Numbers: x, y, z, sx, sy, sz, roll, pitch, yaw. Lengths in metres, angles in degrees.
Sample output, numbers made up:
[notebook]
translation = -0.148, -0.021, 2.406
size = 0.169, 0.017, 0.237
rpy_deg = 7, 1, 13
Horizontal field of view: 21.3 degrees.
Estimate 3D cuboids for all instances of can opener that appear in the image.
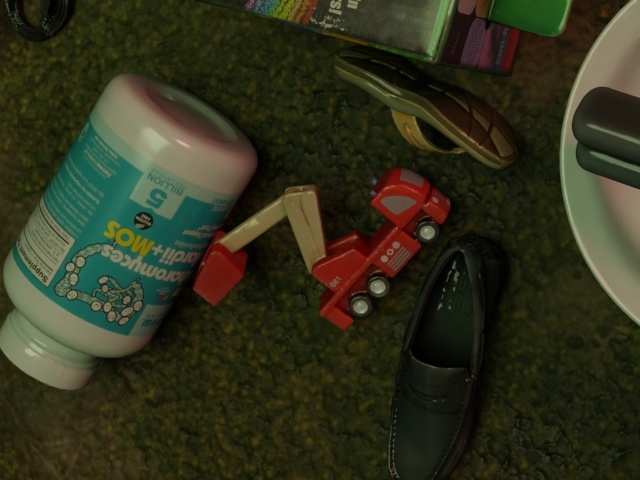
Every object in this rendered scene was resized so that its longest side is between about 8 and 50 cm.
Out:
[can opener]
translation = 0.308, -0.047, 1.145
size = 0.280, 0.074, 0.093
rpy_deg = 16, 65, 22

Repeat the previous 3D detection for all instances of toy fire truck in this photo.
[toy fire truck]
translation = 0.000, 0.000, 1.406
size = 0.135, 0.047, 0.192
rpy_deg = 37, 109, -11

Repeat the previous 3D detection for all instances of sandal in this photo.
[sandal]
translation = 0.084, -0.101, 1.386
size = 0.180, 0.072, 0.049
rpy_deg = 31, 120, 22

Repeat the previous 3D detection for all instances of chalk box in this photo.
[chalk box]
translation = 0.071, -0.233, 1.324
size = 0.289, 0.179, 0.180
rpy_deg = 19, 99, 22

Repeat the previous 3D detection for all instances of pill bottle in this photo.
[pill bottle]
translation = -0.176, -0.001, 1.465
size = 0.146, 0.146, 0.264
rpy_deg = 38, 108, 18

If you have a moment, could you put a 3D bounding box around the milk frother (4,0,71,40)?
[milk frother]
translation = -0.319, -0.222, 1.526
size = 0.143, 0.135, 0.129
rpy_deg = 10, 127, 27

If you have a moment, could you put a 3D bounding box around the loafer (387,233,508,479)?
[loafer]
translation = 0.094, 0.102, 1.382
size = 0.076, 0.078, 0.223
rpy_deg = 18, 100, 23

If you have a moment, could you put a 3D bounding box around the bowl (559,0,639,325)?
[bowl]
translation = 0.332, -0.060, 1.234
size = 0.298, 0.134, 0.297
rpy_deg = 1, 93, 24
